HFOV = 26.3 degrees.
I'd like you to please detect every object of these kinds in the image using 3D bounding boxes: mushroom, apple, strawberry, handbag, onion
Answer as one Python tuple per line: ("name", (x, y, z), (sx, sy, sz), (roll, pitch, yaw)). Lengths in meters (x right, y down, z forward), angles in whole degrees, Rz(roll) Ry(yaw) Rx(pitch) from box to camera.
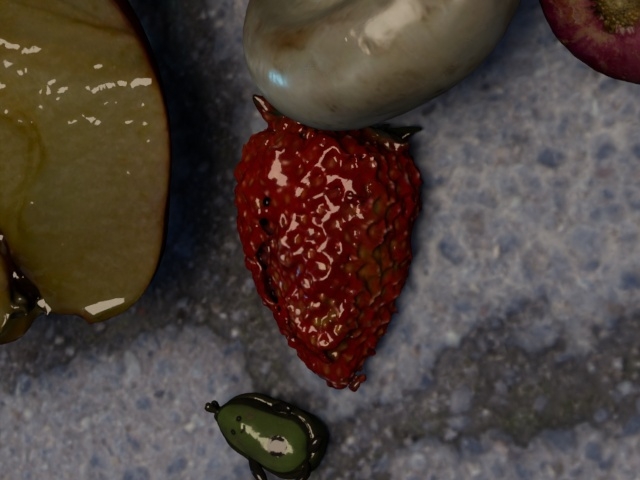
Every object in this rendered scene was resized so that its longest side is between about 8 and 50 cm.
("mushroom", (0.025, -0.213, 1.027), (0.243, 0.243, 0.243), (0, 89, 25))
("apple", (-0.286, -0.085, 1.150), (0.329, 0.295, 0.365), (4, 119, 53))
("strawberry", (-0.014, 0.003, 1.130), (0.174, 0.098, 0.228), (13, 94, 25))
("handbag", (-0.047, 0.166, 1.173), (0.111, 0.047, 0.072), (23, 98, 21))
("onion", (0.239, -0.199, 0.991), (0.177, 0.153, 0.177), (4, 103, 18))
